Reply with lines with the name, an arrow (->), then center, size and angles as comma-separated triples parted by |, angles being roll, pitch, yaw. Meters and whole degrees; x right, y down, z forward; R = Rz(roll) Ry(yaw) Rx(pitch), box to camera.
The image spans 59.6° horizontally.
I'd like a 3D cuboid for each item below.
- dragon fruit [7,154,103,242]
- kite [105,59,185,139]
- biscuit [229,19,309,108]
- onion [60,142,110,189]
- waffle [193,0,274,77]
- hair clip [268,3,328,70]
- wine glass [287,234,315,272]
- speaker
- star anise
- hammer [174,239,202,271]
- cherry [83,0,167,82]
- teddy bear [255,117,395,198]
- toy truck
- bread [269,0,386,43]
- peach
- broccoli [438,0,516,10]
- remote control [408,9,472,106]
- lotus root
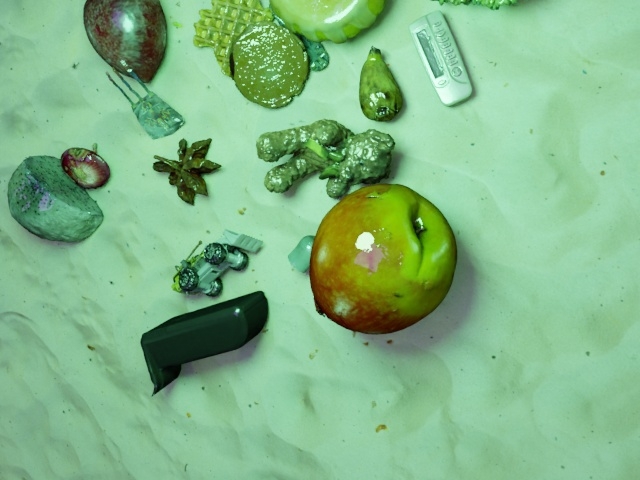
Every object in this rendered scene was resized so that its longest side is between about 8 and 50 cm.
dragon fruit -> -0.848, -0.108, 1.710 | 0.204, 0.221, 0.283 | -44, 82, 10
kite -> -0.508, -0.399, 1.604 | 0.141, 0.015, 0.245 | -24, 122, 25
biscuit -> -0.137, -0.467, 1.489 | 0.226, 0.042, 0.225 | 0, 114, -1
onion -> -0.709, -0.243, 1.719 | 0.150, 0.140, 0.150 | 9, 139, 8
waffle -> -0.235, -0.558, 1.551 | 0.249, 0.056, 0.253 | -14, 91, 19
hair clip -> -0.059, -0.549, 1.500 | 0.066, 0.036, 0.229 | -40, 88, 23
wine glass -> 0.000, 0.000, 1.495 | 0.195, 0.079, 0.079 | -44, 80, 17
speaker -> -0.325, 0.291, 1.584 | 0.389, 0.180, 0.184 | -19, 94, 20
star anise -> -0.383, -0.202, 1.606 | 0.213, 0.111, 0.196 | -20, 94, 12
hammer -> -0.392, 0.046, 1.669 | 0.029, 0.014, 0.123 | 42, 103, 3
cherry -> -0.546, -0.596, 1.583 | 0.231, 0.203, 0.300 | -13, 103, 18
teddy bear -> 0.016, -0.191, 1.409 | 0.296, 0.246, 0.222 | -27, 49, -15
toy truck -> -0.300, 0.057, 1.579 | 0.286, 0.136, 0.111 | -41, 60, 16
bread -> 0.013, -0.652, 1.404 | 0.333, 0.160, 0.332 | 1, 92, 20
peach -> 0.131, 0.049, 1.327 | 0.371, 0.370, 0.369 | 1, 94, 19
broccoli -> 0.321, -0.697, 1.248 | 0.277, 0.317, 0.338 | -20, 48, 31
remote control -> 0.299, -0.445, 1.377 | 0.090, 0.049, 0.230 | -23, 87, 20
lotus root -> 0.147, -0.393, 1.416 | 0.109, 0.094, 0.190 | -8, 82, -4
